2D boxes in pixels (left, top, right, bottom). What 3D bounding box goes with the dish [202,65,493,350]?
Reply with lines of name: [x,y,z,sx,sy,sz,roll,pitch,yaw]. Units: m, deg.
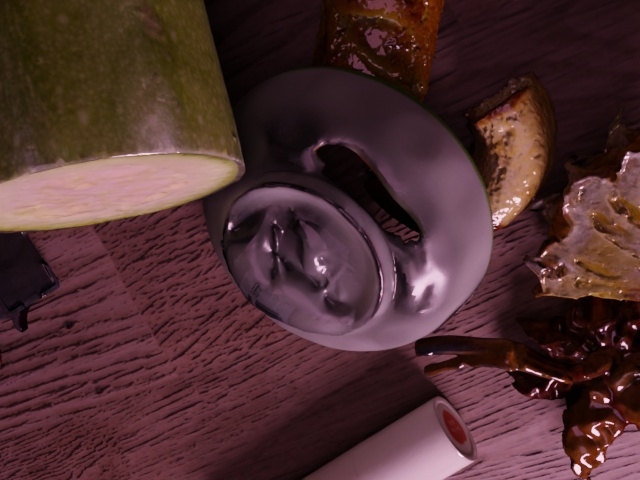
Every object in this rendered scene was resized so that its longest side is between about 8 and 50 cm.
dish: [0.000,0.000,0.731,0.324,0.124,0.324,16,128,21]

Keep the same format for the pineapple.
pineapple: [0.307,-0.016,0.690,0.186,0.114,0.236,43,139,6]

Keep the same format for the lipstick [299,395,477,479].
lipstick: [0.036,0.313,0.902,0.327,0.087,0.087,-37,98,19]

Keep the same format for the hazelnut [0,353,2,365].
hazelnut: [-0.468,0.161,0.959,0.086,0.086,0.086,3,108,10]

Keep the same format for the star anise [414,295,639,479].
star anise: [0.270,0.151,0.779,0.346,0.148,0.237,17,107,-5]

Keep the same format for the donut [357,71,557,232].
donut: [0.161,-0.070,0.760,0.217,0.085,0.141,-36,98,18]

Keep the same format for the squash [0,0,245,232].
squash: [-0.237,-0.217,0.642,0.263,0.263,0.384,-15,85,15]

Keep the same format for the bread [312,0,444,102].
bread: [0.056,-0.222,0.723,0.132,0.103,0.172,11,107,5]

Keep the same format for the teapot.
teapot: [-0.411,0.036,0.907,0.096,0.087,0.177,-20,104,40]
